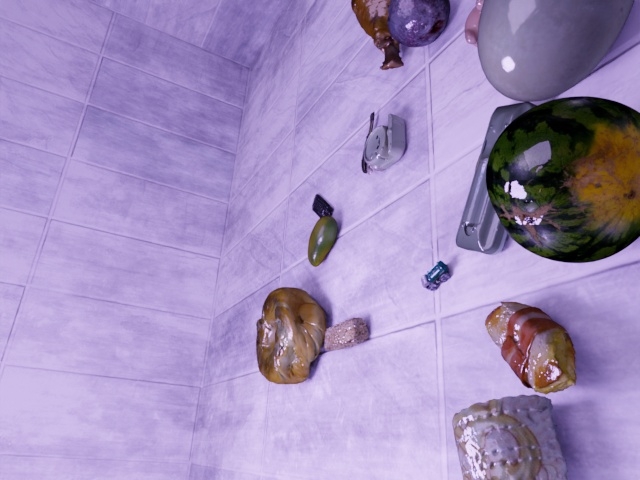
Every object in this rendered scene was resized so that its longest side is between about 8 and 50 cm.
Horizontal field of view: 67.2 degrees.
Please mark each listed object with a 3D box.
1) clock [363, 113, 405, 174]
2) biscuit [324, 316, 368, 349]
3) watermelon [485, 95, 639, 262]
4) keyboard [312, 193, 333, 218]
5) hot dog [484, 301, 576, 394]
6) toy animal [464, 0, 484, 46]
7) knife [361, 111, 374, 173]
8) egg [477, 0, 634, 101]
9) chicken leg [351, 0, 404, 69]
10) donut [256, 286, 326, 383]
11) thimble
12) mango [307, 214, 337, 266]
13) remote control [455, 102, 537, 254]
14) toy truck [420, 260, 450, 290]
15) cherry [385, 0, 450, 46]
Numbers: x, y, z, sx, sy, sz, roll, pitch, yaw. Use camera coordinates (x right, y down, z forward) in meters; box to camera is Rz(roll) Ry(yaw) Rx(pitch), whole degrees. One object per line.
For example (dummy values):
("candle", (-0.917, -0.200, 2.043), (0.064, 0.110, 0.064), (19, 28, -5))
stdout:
("clock", (0.196, -0.300, 1.549), (0.191, 0.062, 0.151), (-37, 44, 54))
("biscuit", (0.077, 0.287, 1.450), (0.168, 0.070, 0.082), (-36, 52, 51))
("watermelon", (0.403, -0.100, 0.772), (0.269, 0.269, 0.269), (-42, 40, 49))
("keyboard", (0.003, -0.125, 1.902), (0.074, 0.015, 0.196), (-68, 25, 15))
("hot dog", (0.384, 0.188, 0.849), (0.261, 0.093, 0.123), (-99, 23, -69))
("toy animal", (0.429, -0.536, 1.096), (0.197, 0.171, 0.171), (-49, 35, 47))
("knife", (0.167, -0.339, 1.679), (0.045, 0.021, 0.222), (-2, 78, 65))
("egg", (0.437, -0.438, 0.903), (0.258, 0.259, 0.352), (37, 111, 63))
("chicken leg", (0.245, -0.759, 1.623), (0.295, 0.182, 0.409), (-26, 55, 38))
("donut", (-0.113, 0.334, 1.706), (0.360, 0.170, 0.360), (-171, 90, -66))
("thimble", (0.325, 0.356, 0.824), (0.190, 0.137, 0.143), (-33, 43, 34))
("mango", (0.000, -0.004, 1.757), (0.191, 0.086, 0.122), (-60, 31, 26))
("remote control", (0.384, -0.138, 1.064), (0.128, 0.066, 0.335), (17, 91, 68))
("toy truck", (0.280, 0.086, 1.176), (0.083, 0.044, 0.039), (-54, 29, 37))
("cherry", (0.292, -0.672, 1.440), (0.195, 0.195, 0.195), (-42, 40, 49))
